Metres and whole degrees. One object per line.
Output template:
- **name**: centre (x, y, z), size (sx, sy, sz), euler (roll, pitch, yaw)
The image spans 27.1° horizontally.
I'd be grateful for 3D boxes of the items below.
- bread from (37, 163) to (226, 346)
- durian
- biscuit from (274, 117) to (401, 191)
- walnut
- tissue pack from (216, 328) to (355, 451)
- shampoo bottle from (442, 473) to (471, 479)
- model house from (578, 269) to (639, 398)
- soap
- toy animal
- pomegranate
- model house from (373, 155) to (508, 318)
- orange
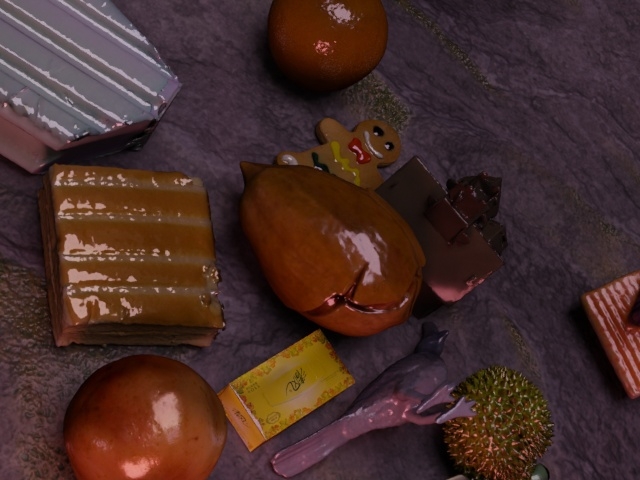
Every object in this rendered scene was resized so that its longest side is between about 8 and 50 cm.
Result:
- **bread**: centre (-0.255, 0.026, 1.826), size (0.246, 0.111, 0.239), euler (1, 68, -29)
- **durian**: centre (0.248, 0.278, 1.915), size (0.159, 0.198, 0.146), euler (23, 27, 36)
- **biscuit**: centre (0.040, -0.124, 2.096), size (0.240, 0.035, 0.158), euler (-36, 87, -35)
- **walnut**: centre (0.000, 0.000, 1.917), size (0.336, 0.209, 0.209), euler (42, 54, 12)
- **tissue pack**: centre (-0.048, 0.209, 1.865), size (0.176, 0.062, 0.095), euler (-28, 80, -33)
- **shampoo bottle**: centre (0.082, 0.435, 1.801), size (0.350, 0.084, 0.125), euler (-22, 74, -33)
- **model house**: centre (0.572, 0.129, 2.113), size (0.237, 0.237, 0.202), euler (-18, 81, -27)
- **soap**: centre (-0.427, -0.266, 1.862), size (0.446, 0.156, 0.261), euler (31, 55, -8)
- **toy animal**: centre (0.117, 0.225, 1.866), size (0.367, 0.206, 0.081), euler (-39, 115, -36)
- **pomegranate**: centre (-0.221, 0.239, 1.679), size (0.209, 0.209, 0.209), euler (11, 61, -21)
- **model house**: centre (0.201, -0.038, 2.001), size (0.204, 0.243, 0.211), euler (-37, 85, -35)
- **orange**: centre (0.010, -0.329, 2.084), size (0.206, 0.206, 0.206), euler (11, 61, -21)
